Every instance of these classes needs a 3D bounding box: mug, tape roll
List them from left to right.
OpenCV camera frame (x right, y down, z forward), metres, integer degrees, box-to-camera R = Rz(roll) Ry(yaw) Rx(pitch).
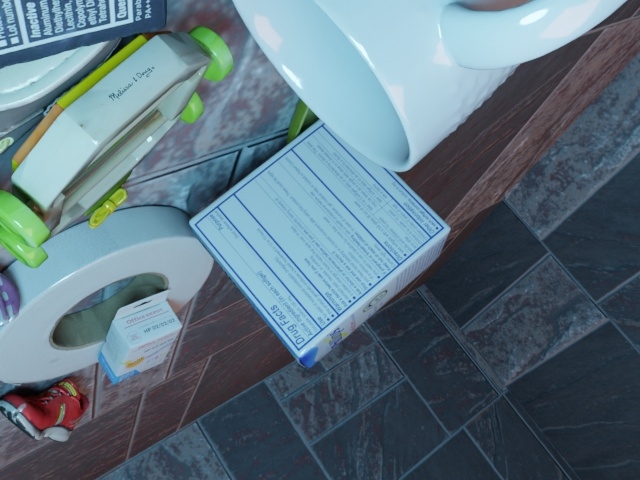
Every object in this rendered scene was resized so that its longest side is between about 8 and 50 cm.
[{"bbox_3d":[-0.359,0.094,1.011,0.392,0.072,0.392,-33,163,-11],"label":"tape roll"},{"bbox_3d":[0.135,-0.261,0.581,0.328,0.374,0.276,-43,126,-5],"label":"mug"}]

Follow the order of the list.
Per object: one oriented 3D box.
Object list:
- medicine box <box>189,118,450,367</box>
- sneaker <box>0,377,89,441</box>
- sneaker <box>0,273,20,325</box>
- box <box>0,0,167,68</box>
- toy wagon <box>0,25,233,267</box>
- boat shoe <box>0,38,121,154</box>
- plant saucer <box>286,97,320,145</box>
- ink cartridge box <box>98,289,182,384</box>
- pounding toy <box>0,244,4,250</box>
[{"bbox_3d":[0.000,0.000,0.949,0.289,0.263,0.149,-39,163,-8],"label":"medicine box"},{"bbox_3d":[-0.553,0.329,1.248,0.118,0.107,0.279,-52,170,-16],"label":"sneaker"},{"bbox_3d":[-0.489,0.090,0.733,0.236,0.095,0.104,-4,148,-51],"label":"sneaker"},{"bbox_3d":[-0.234,-0.218,0.241,0.294,0.182,0.296,-28,156,-29],"label":"box"},{"bbox_3d":[-0.230,-0.088,0.658,0.267,0.068,0.344,-50,-168,-25],"label":"toy wagon"},{"bbox_3d":[-0.301,-0.117,0.515,0.324,0.116,0.096,-35,172,-5],"label":"boat shoe"},{"bbox_3d":[0.033,-0.232,0.971,0.188,0.045,0.188,-25,159,-33],"label":"plant saucer"},{"bbox_3d":[-0.312,0.170,1.075,0.104,0.061,0.181,-22,157,-41],"label":"ink cartridge box"},{"bbox_3d":[-0.422,0.015,0.646,0.181,0.094,0.206,-35,162,-7],"label":"pounding toy"}]
